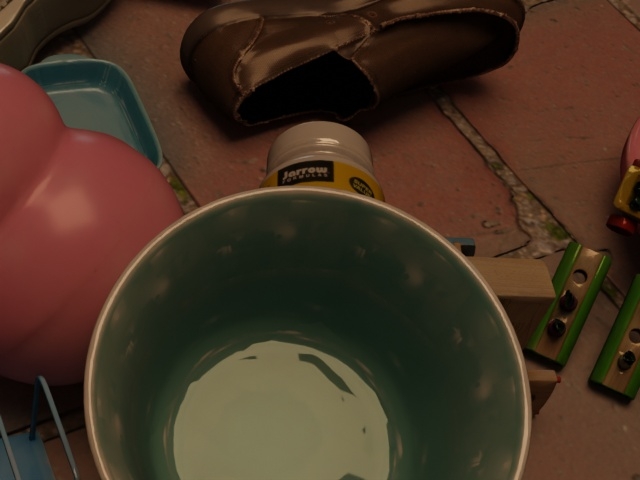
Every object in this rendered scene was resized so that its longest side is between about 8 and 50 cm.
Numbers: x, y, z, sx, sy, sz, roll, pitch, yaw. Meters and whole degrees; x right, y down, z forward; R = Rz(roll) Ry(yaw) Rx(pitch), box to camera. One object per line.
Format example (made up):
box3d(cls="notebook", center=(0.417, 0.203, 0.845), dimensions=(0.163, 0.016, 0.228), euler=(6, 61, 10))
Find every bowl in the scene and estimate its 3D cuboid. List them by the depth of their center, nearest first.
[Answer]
box3d(cls="bowl", center=(-0.019, 0.133, 0.970), dimensions=(0.312, 0.163, 0.311), euler=(5, 65, -10))

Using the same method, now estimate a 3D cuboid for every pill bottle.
box3d(cls="pill bottle", center=(0.000, 0.000, 1.164), dimensions=(0.119, 0.119, 0.208), euler=(8, 46, -10))

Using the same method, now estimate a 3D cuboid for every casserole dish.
box3d(cls="casserole dish", center=(-0.221, -0.104, 1.254), dimensions=(0.114, 0.037, 0.188), euler=(-9, 50, -24))

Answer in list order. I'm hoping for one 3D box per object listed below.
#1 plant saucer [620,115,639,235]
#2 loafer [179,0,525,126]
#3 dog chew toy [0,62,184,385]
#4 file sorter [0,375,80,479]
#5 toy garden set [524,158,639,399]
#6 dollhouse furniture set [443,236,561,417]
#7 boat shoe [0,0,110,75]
box3d(cls="plant saucer", center=(0.455, -0.018, 1.341), dimensions=(0.332, 0.084, 0.332), euler=(8, 47, -9))
box3d(cls="loafer", center=(0.046, -0.176, 1.350), dimensions=(0.366, 0.134, 0.130), euler=(-12, 56, -13))
box3d(cls="dog chew toy", center=(-0.259, -0.041, 1.002), dimensions=(0.332, 0.206, 0.206), euler=(44, 41, -21))
box3d(cls="file sorter", center=(-0.262, 0.177, 0.929), dimensions=(0.170, 0.104, 0.118), euler=(-10, 52, -25))
box3d(cls="toy garden set", center=(0.333, 0.056, 1.180), dimensions=(0.244, 0.049, 0.204), euler=(25, 83, 8))
box3d(cls="dollhouse furniture set", center=(0.140, 0.049, 1.107), dimensions=(0.129, 0.183, 0.129), euler=(2, 51, -16))
box3d(cls="boat shoe", center=(-0.288, -0.246, 1.303), dimensions=(0.091, 0.114, 0.302), euler=(27, 51, 15))
